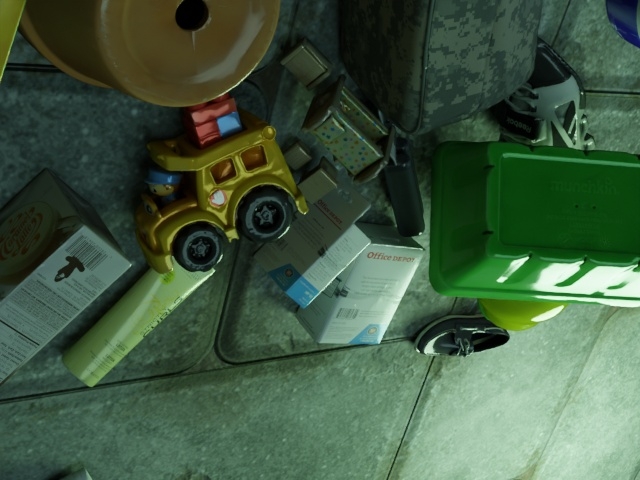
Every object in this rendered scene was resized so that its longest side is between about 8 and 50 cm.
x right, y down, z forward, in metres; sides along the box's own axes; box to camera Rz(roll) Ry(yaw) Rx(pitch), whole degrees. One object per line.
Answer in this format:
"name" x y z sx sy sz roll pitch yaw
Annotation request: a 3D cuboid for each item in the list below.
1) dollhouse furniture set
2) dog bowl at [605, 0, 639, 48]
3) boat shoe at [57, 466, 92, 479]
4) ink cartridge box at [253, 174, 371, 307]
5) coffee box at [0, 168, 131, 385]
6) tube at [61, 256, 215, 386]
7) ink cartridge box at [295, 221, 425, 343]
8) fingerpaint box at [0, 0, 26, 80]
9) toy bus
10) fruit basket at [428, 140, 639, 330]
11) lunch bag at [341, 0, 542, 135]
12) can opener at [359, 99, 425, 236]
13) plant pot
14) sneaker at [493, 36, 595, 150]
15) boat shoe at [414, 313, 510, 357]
"dollhouse furniture set" -0.022 -0.143 1.239 0.161 0.101 0.182 -35 113 32
"dog bowl" 0.597 -0.428 1.493 0.265 0.104 0.265 -19 131 -23
"boat shoe" -0.349 0.447 1.468 0.076 0.083 0.226 -33 134 -10
"ink cartridge box" 0.000 0.000 1.375 0.180 0.104 0.060 -44 136 1
"coffee box" -0.372 0.053 1.117 0.246 0.141 0.098 -42 137 -1
"tube" -0.259 0.102 1.299 0.240 0.062 0.070 -45 177 -7
"ink cartridge box" 0.064 0.070 1.491 0.140 0.082 0.190 7 116 -40
"fingerpaint box" -0.499 -0.236 0.778 0.445 0.163 0.371 10 114 -35
"toy bus" -0.152 -0.089 1.183 0.220 0.149 0.211 -26 120 -15
"fruit basket" 0.344 -0.004 1.444 0.392 0.392 0.282 10 79 -41
"lunch bag" 0.181 -0.313 1.175 0.256 0.212 0.305 -21 141 -19
"can opener" 0.102 -0.119 1.400 0.093 0.074 0.280 -11 135 15
"plant pot" -0.177 -0.272 0.972 0.291 0.203 0.291 -19 131 -23
"sneaker" 0.341 -0.192 1.468 0.146 0.122 0.330 -43 136 -5
"boat shoe" 0.273 0.185 1.741 0.206 0.065 0.075 -8 126 -32
